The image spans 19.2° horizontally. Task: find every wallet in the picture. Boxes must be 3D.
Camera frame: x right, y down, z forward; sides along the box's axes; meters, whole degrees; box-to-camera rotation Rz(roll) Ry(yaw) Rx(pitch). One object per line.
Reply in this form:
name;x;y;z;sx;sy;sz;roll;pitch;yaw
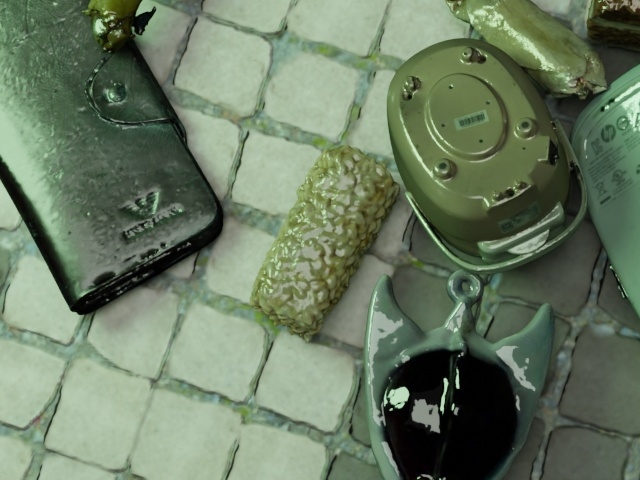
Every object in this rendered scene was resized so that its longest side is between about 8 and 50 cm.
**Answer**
wallet;-0.223;-0.103;1.700;0.172;0.045;0.318;-30;73;-2

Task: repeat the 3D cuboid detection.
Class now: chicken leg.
chicken leg;-0.153;-0.271;1.699;0.103;0.088;0.227;34;79;0

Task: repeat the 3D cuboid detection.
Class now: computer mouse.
computer mouse;0.315;-0.016;1.561;0.159;0.097;0.288;-40;56;34

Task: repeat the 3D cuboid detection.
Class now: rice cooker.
rice cooker;0.134;-0.075;1.592;0.145;0.127;0.206;-27;58;2

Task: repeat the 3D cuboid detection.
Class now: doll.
doll;0.104;0.178;1.554;0.146;0.103;0.316;3;73;22

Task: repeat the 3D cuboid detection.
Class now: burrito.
burrito;0.175;-0.178;1.635;0.058;0.045;0.188;-46;62;-2

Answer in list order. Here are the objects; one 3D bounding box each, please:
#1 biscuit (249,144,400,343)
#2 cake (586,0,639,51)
biscuit;0.000;0.000;1.631;0.082;0.070;0.168;29;82;5
cake;0.298;-0.225;1.589;0.135;0.147;0.135;12;80;13
